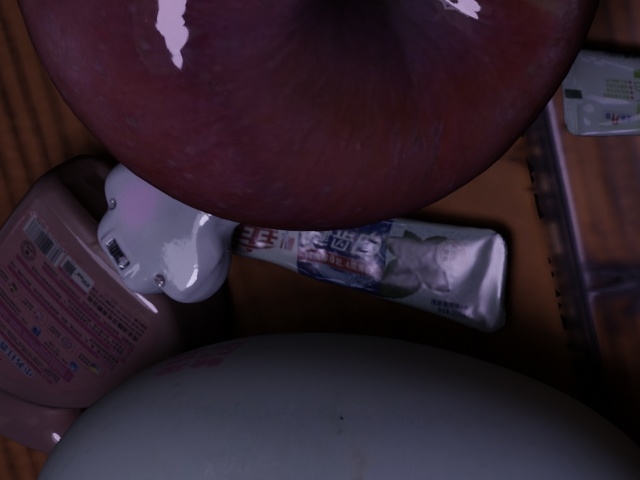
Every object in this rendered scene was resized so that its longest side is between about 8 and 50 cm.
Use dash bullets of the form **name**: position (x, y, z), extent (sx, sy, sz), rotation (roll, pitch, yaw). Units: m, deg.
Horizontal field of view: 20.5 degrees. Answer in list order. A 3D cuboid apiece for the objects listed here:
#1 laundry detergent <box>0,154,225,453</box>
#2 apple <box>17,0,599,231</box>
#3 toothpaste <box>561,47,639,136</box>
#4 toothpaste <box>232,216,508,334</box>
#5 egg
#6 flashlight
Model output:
- **laundry detergent**: position (-0.158, 0.077, 1.124), extent (0.171, 0.076, 0.237), rotation (43, 125, 7)
- **apple**: position (-0.010, -0.160, 0.821), extent (0.235, 0.305, 0.306), rotation (-132, 43, -54)
- **toothpaste**: position (0.209, -0.070, 0.876), extent (0.197, 0.029, 0.048), rotation (6, 112, 32)
- **toothpaste**: position (0.000, 0.000, 1.023), extent (0.233, 0.038, 0.060), rotation (13, 110, 24)
- **egg**: position (0.013, 0.164, 0.966), extent (0.370, 0.230, 0.230), rotation (-3, 108, 21)
- **flashlight**: position (-0.039, -0.044, 0.995), extent (0.200, 0.047, 0.093), rotation (-38, 75, 17)
